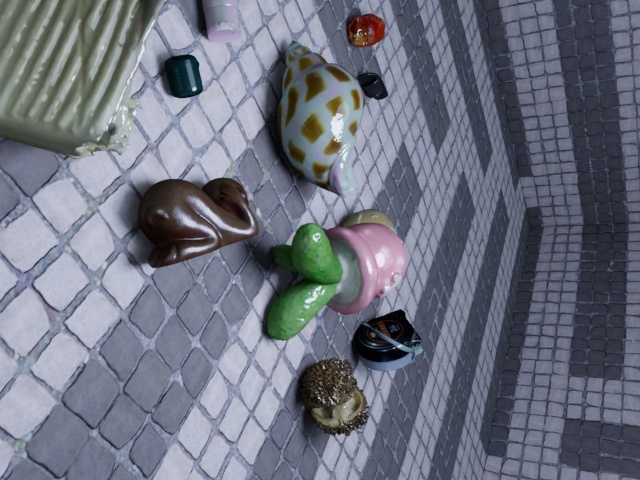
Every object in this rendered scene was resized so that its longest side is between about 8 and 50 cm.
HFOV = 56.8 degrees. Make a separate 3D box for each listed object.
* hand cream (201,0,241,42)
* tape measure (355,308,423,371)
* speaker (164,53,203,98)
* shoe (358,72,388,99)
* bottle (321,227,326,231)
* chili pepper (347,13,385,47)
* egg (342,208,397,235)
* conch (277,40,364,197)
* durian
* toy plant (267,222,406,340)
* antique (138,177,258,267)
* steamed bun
[{"bbox_3d":[-0.217,-0.561,1.184,0.111,0.070,0.313,-2,82,-58],"label":"hand cream"},{"bbox_3d":[0.192,0.293,1.698,0.182,0.180,0.107,-112,-173,-64],"label":"tape measure"},{"bbox_3d":[-0.243,-0.307,1.106,0.094,0.060,0.076,-35,119,-55],"label":"speaker"},{"bbox_3d":[0.169,-0.459,1.816,0.159,0.062,0.053,26,54,-61],"label":"shoe"},{"bbox_3d":[-0.001,0.001,1.521,0.063,0.047,0.101,-53,159,16],"label":"bottle"},{"bbox_3d":[0.151,-0.635,1.780,0.192,0.084,0.086,-38,153,-51],"label":"chili pepper"},{"bbox_3d":[0.129,0.003,1.631,0.164,0.164,0.202,56,40,-42],"label":"egg"},{"bbox_3d":[-0.003,-0.291,1.393,0.249,0.197,0.368,112,-17,-70],"label":"conch"},{"bbox_3d":[0.042,0.379,1.462,0.196,0.166,0.196,-2,90,-77],"label":"durian"},{"bbox_3d":[0.039,0.054,1.364,0.355,0.211,0.317,-10,135,-38],"label":"toy plant"},{"bbox_3d":[-0.221,-0.048,1.081,0.256,0.121,0.144,-19,96,-51],"label":"antique"},{"bbox_3d":[-0.346,-0.246,0.787,0.272,0.273,0.291,149,-52,-75],"label":"steamed bun"}]
